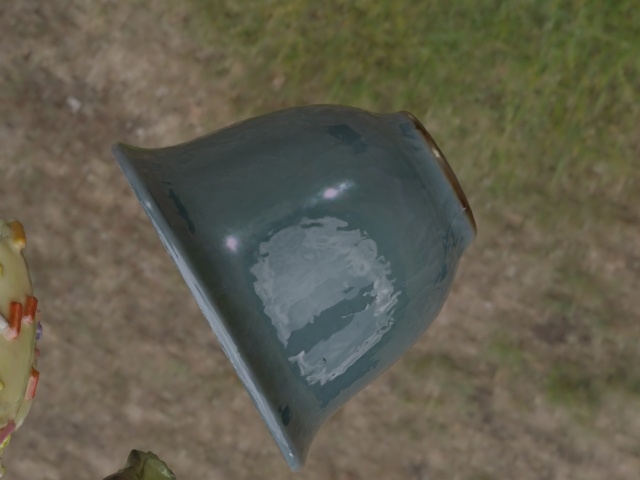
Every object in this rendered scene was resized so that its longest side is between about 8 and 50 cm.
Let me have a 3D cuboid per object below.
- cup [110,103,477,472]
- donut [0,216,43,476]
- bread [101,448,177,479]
[{"bbox_3d":[0.000,0.000,0.922,0.199,0.150,0.199,59,176,7],"label":"cup"},{"bbox_3d":[-0.165,0.052,0.596,0.166,0.108,0.065,-7,158,-32],"label":"donut"},{"bbox_3d":[-0.088,0.261,1.014,0.133,0.174,0.251,-35,104,31],"label":"bread"}]
